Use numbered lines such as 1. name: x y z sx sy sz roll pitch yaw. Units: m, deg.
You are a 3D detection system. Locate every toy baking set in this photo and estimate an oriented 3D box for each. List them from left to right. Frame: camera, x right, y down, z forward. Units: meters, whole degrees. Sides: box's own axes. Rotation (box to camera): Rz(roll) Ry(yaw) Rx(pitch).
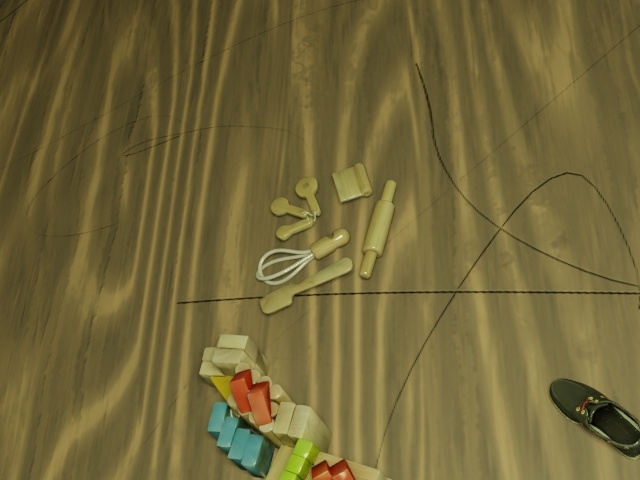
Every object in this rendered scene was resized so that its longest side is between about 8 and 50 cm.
1. toy baking set: 0.007 -0.001 1.369 0.197 0.030 0.256 -3 55 25

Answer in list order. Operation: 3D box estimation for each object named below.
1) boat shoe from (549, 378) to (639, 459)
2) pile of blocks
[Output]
1. boat shoe: 0.316 0.196 1.084 0.049 0.042 0.133 -45 50 -9
2. pile of blocks: -0.067 0.243 1.168 0.149 0.112 0.362 -43 51 -10
